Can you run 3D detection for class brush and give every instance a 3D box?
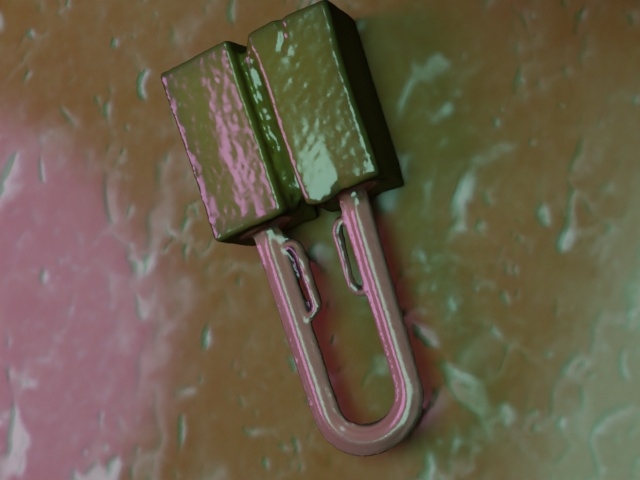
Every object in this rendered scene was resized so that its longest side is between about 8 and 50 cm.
[{"bbox_3d":[0.000,0.000,0.979,0.103,0.047,0.233,-23,75,20],"label":"brush"}]
